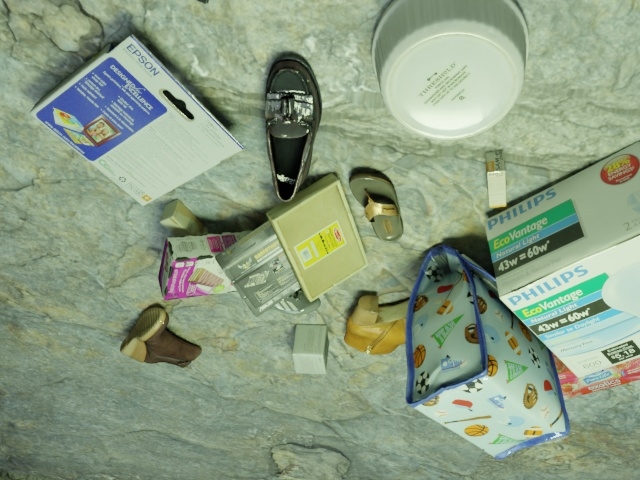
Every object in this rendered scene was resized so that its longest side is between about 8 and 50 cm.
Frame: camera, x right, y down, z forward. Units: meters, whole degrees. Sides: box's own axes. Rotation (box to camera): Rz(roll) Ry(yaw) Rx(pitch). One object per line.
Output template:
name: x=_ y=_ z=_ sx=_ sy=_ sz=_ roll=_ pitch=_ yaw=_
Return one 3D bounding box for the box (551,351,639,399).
box: x=0.702 y=0.302 z=1.713 sx=0.257 sy=0.122 sz=0.128 roll=-26 pitch=128 yaw=31

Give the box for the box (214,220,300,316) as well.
box: x=-0.096 y=0.044 z=1.504 sx=0.231 sy=0.056 sz=0.183 roll=-35 pitch=132 yaw=-6

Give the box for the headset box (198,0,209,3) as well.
headset box: x=-0.235 y=-0.509 z=0.944 sx=0.283 sy=0.131 sz=0.246 roll=19 pitch=137 yaw=-13

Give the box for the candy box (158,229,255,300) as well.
candy box: x=-0.245 y=0.056 z=1.544 sx=0.234 sy=0.071 sz=0.159 roll=-7 pitch=144 yaw=-26

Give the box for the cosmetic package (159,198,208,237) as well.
cosmetic package: x=-0.311 y=-0.034 z=1.531 sx=0.041 sy=0.060 sz=0.115 roll=-20 pitch=133 yaw=25

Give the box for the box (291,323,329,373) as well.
box: x=-0.026 y=0.298 z=1.824 sx=0.087 sy=0.101 sz=0.102 roll=1 pitch=138 yaw=7

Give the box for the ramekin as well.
ramekin: x=0.219 y=-0.290 z=1.125 sx=0.273 sy=0.127 sz=0.272 roll=4 pitch=138 yaw=3

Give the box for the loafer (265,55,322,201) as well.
loafer: x=-0.055 y=-0.202 z=1.282 sx=0.109 sy=0.095 sz=0.302 roll=5 pitch=138 yaw=2

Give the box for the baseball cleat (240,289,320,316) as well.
baseball cleat: x=-0.101 y=0.134 z=1.678 sx=0.206 sy=0.072 sz=0.109 roll=2 pitch=131 yaw=0

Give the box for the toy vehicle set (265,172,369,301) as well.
toy vehicle set: x=0.000 y=0.000 z=1.468 sx=0.166 sy=0.035 sz=0.266 roll=-31 pitch=132 yaw=-11

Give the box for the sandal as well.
sandal: x=0.125 y=-0.061 z=1.440 sx=0.090 sy=0.060 sz=0.219 roll=-8 pitch=136 yaw=16

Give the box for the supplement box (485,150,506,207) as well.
supplement box: x=0.353 y=-0.122 z=1.340 sx=0.036 sy=0.062 sz=0.098 roll=-4 pitch=137 yaw=14

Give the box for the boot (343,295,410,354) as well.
boot: x=0.214 y=0.237 z=1.740 sx=0.295 sy=0.104 sz=0.211 roll=12 pitch=143 yaw=2

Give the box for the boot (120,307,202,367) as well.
boot: x=-0.428 y=0.280 z=1.895 sx=0.207 sy=0.090 sz=0.248 roll=20 pitch=136 yaw=-32

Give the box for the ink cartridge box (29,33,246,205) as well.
ink cartridge box: x=-0.352 y=-0.232 z=1.316 sx=0.307 sy=0.072 sz=0.303 roll=-25 pitch=128 yaw=28

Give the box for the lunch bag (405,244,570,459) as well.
lunch bag: x=0.363 y=0.226 z=1.480 sx=0.239 sy=0.385 sz=0.328 roll=-32 pitch=125 yaw=31

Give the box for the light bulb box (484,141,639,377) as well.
light bulb box: x=0.591 y=0.056 z=1.374 sx=0.358 sy=0.225 sz=0.361 roll=-30 pitch=127 yaw=29
